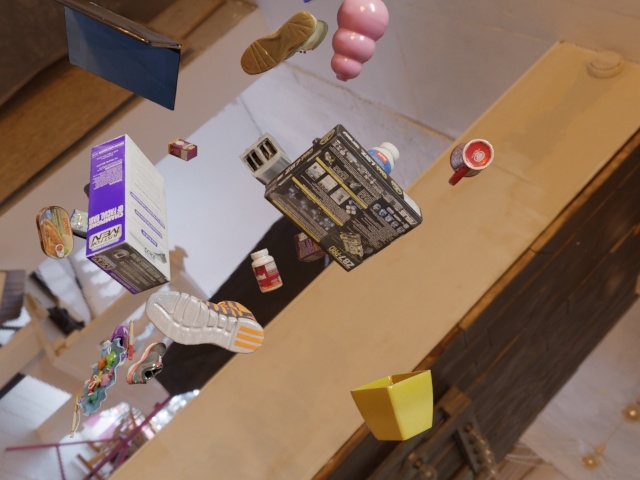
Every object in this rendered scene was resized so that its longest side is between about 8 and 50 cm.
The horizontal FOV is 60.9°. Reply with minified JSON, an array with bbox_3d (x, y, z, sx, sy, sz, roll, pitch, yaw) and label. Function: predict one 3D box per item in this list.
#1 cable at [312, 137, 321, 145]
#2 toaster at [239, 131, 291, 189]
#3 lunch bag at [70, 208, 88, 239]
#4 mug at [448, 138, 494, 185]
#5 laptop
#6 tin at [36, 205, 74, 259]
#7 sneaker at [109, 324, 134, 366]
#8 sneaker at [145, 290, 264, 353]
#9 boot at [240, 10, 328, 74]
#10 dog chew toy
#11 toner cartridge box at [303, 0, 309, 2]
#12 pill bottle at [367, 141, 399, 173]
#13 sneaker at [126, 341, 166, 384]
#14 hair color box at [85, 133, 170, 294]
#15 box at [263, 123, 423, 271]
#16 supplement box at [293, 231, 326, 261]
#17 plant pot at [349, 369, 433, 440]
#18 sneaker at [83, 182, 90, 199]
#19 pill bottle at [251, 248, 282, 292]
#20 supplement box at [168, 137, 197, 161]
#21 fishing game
[{"bbox_3d":[0.073,-0.424,2.410,0.287,0.072,0.139,19,41,-45],"label":"cable"},{"bbox_3d":[-0.232,-0.340,2.313,0.185,0.168,0.110,55,10,23],"label":"toaster"},{"bbox_3d":[-0.905,-0.049,2.133,0.129,0.096,0.151,21,-15,-7],"label":"lunch bag"},{"bbox_3d":[0.463,-0.236,1.665,0.113,0.150,0.169,9,3,4],"label":"mug"},{"bbox_3d":[-0.633,-0.550,1.597,0.382,0.236,0.408,24,18,-3],"label":"laptop"},{"bbox_3d":[-0.921,-0.028,1.891,0.040,0.106,0.189,12,-68,41],"label":"tin"},{"bbox_3d":[-0.562,0.284,1.537,0.068,0.071,0.170,6,22,-16],"label":"sneaker"},{"bbox_3d":[-0.314,0.212,1.477,0.321,0.124,0.180,24,1,-15],"label":"sneaker"},{"bbox_3d":[-0.105,-0.593,1.660,0.095,0.262,0.203,56,22,-6],"label":"boot"},{"bbox_3d":[0.140,-0.802,2.176,0.207,0.331,0.206,18,15,-5],"label":"dog chew toy"},{"bbox_3d":[0.074,-0.819,1.511,0.165,0.348,0.075,62,14,-15],"label":"toner cartridge box"},{"bbox_3d":[0.202,-0.279,2.080,0.124,0.221,0.124,32,-30,21],"label":"pill bottle"},{"bbox_3d":[-0.421,0.315,1.374,0.065,0.158,0.061,9,-63,13],"label":"sneaker"},{"bbox_3d":[-0.455,-0.065,1.299,0.185,0.110,0.338,61,10,-53],"label":"hair color box"},{"bbox_3d":[0.074,-0.116,1.694,0.395,0.318,0.097,42,27,-22],"label":"box"},{"bbox_3d":[0.000,0.000,2.072,0.081,0.188,0.104,10,60,-52],"label":"supplement box"},{"bbox_3d":[0.265,0.574,1.878,0.212,0.212,0.187,-27,-104,50],"label":"plant pot"},{"bbox_3d":[-0.924,-0.135,2.379,0.270,0.090,0.145,41,-20,28],"label":"sneaker"},{"bbox_3d":[-0.208,0.113,2.063,0.086,0.086,0.152,176,-106,-75],"label":"pill bottle"},{"bbox_3d":[-0.467,-0.308,1.847,0.083,0.055,0.043,23,-54,16],"label":"supplement box"},{"bbox_3d":[-0.508,0.305,1.251,0.041,0.264,0.189,31,18,-30],"label":"fishing game"}]
